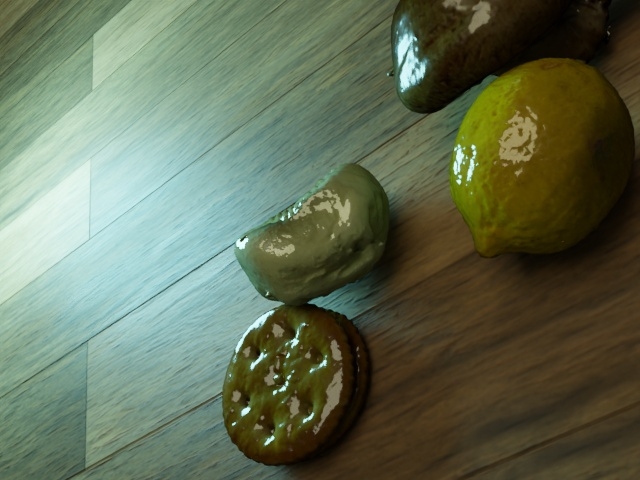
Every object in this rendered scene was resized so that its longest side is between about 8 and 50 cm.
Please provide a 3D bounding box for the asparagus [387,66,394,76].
[{"bbox_3d":[0.202,-0.315,1.020,0.236,0.034,0.027,-34,66,23],"label":"asparagus"}]

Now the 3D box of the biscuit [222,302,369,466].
[{"bbox_3d":[-0.038,0.187,0.898,0.220,0.066,0.220,-19,56,31],"label":"biscuit"}]

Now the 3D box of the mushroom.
[{"bbox_3d":[0.217,-0.276,0.850,0.283,0.263,0.195,-13,87,-9],"label":"mushroom"}]

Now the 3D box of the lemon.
[{"bbox_3d":[0.239,-0.093,0.749,0.188,0.188,0.256,19,79,44],"label":"lemon"}]

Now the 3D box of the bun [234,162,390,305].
[{"bbox_3d":[0.000,0.000,0.915,0.229,0.145,0.229,-39,1,1],"label":"bun"}]
